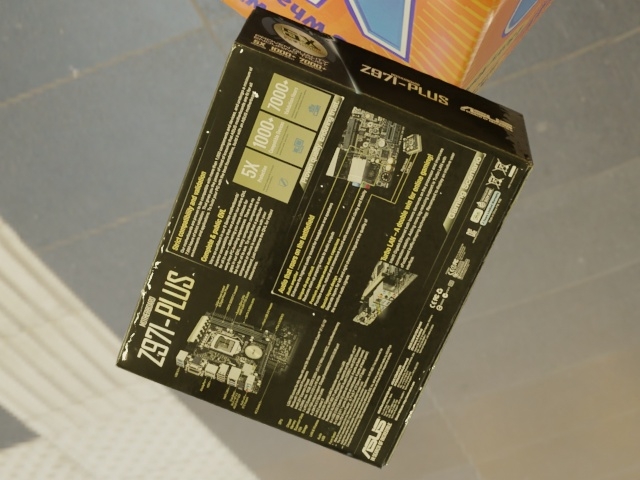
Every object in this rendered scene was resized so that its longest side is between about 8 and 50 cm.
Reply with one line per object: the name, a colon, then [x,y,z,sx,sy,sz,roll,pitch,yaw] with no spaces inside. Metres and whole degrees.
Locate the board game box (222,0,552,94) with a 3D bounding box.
board game box: [0.053,-0.348,0.712,0.356,0.356,0.356,-50,171,-21]

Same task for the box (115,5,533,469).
box: [0.000,0.000,0.632,0.147,0.077,0.180,21,113,-3]
